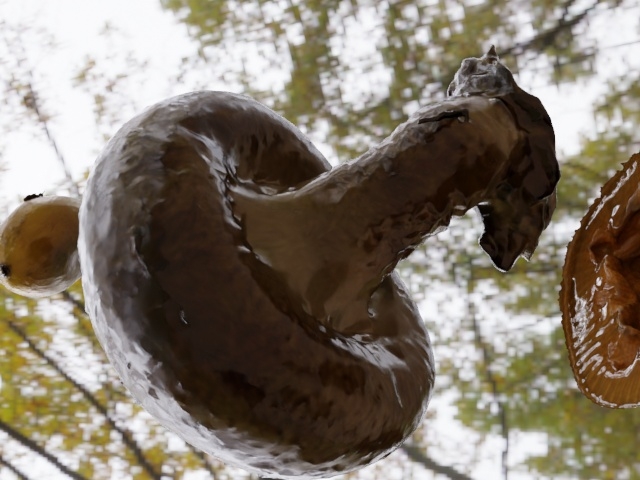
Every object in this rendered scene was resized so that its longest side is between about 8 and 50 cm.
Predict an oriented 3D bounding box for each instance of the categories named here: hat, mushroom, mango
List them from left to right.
[{"bbox_3d":[-0.263,0.003,1.432,0.187,0.066,0.101,-24,-53,-64],"label":"mango"},{"bbox_3d":[0.000,0.022,1.154,0.334,0.356,0.331,-1,-101,-60],"label":"mushroom"},{"bbox_3d":[0.337,0.057,1.092,0.233,0.244,0.233,23,-105,-15],"label":"hat"}]
